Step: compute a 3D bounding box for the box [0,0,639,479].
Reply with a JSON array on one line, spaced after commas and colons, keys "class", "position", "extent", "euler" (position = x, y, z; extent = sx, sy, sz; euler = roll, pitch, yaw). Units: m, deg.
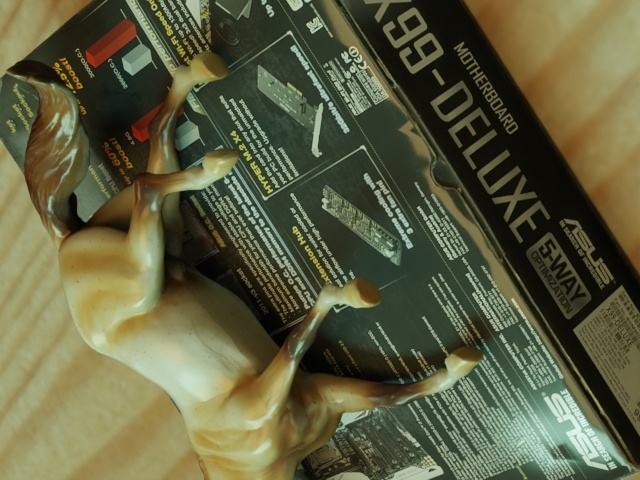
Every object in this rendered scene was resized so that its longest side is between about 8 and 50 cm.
[{"class": "box", "position": [0.000, 0.000, 0.867], "extent": [0.242, 0.076, 0.307], "euler": [-30, 94, 45]}]

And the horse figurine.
[{"class": "horse figurine", "position": [-0.051, 0.031, 0.827], "extent": [0.263, 0.066, 0.174], "euler": [47, 130, 4]}]
